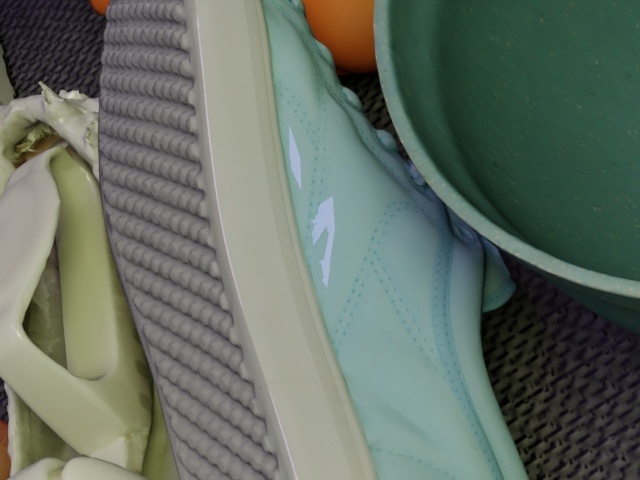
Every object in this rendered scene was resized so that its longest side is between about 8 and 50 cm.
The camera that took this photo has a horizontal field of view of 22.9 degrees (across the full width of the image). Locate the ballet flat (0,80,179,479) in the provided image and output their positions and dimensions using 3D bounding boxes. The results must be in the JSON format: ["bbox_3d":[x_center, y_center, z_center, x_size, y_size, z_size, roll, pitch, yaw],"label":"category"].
[{"bbox_3d":[-0.107,0.095,0.721,0.147,0.147,0.409,-26,52,19],"label":"ballet flat"}]

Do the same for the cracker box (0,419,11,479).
[{"bbox_3d":[-0.241,0.172,0.747,0.067,0.156,0.232,2,65,34],"label":"cracker box"}]

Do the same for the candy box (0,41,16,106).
[{"bbox_3d":[-0.272,-0.147,0.953,0.070,0.165,0.196,-34,50,15],"label":"candy box"}]

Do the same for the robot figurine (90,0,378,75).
[{"bbox_3d":[-0.019,-0.145,0.811,0.219,0.128,0.158,4,55,36],"label":"robot figurine"}]

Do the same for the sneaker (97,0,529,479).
[{"bbox_3d":[0.000,0.000,0.693,0.135,0.150,0.366,-42,55,53],"label":"sneaker"}]

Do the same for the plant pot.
[{"bbox_3d":[0.194,-0.071,0.574,0.293,0.196,0.293,-17,55,26],"label":"plant pot"}]
